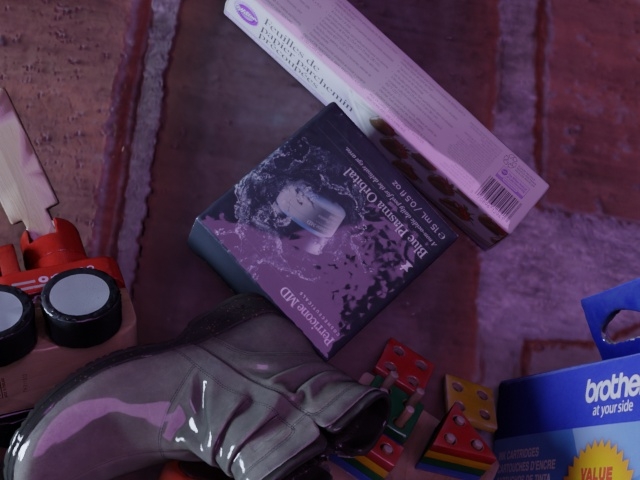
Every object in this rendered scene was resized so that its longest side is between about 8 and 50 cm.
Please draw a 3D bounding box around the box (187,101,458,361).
[{"bbox_3d":[0.000,0.000,0.972,0.158,0.093,0.156,-42,88,-17],"label":"box"}]

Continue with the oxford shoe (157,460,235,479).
[{"bbox_3d":[0.006,0.298,0.831,0.363,0.130,0.133,29,95,33],"label":"oxford shoe"}]

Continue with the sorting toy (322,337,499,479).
[{"bbox_3d":[0.074,0.160,0.896,0.132,0.046,0.274,34,35,5],"label":"sorting toy"}]

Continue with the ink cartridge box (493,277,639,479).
[{"bbox_3d":[0.236,0.235,0.868,0.151,0.270,0.396,14,74,-14],"label":"ink cartridge box"}]

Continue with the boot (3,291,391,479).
[{"bbox_3d":[-0.083,0.136,0.811,0.246,0.083,0.161,-30,44,-23],"label":"boot"}]

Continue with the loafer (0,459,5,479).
[{"bbox_3d":[-0.175,0.298,0.846,0.111,0.112,0.320,-25,91,-3],"label":"loafer"}]

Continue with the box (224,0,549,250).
[{"bbox_3d":[0.057,-0.125,1.031,0.324,0.063,0.067,42,70,1],"label":"box"}]

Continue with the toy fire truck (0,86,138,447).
[{"bbox_3d":[-0.269,0.019,0.898,0.217,0.159,0.246,-11,43,-16],"label":"toy fire truck"}]
